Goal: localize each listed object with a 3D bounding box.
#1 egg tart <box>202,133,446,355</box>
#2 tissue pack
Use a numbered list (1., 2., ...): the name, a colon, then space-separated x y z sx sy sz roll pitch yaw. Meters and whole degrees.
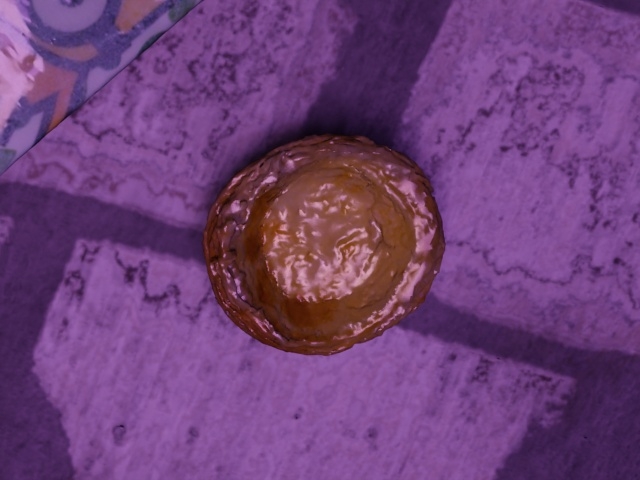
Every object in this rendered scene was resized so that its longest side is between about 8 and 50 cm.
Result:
1. egg tart: -0.001 -0.001 1.577 0.213 0.090 0.212 -5 112 -13
2. tissue pack: -0.218 -0.233 1.402 0.311 0.128 0.228 -41 110 -6
